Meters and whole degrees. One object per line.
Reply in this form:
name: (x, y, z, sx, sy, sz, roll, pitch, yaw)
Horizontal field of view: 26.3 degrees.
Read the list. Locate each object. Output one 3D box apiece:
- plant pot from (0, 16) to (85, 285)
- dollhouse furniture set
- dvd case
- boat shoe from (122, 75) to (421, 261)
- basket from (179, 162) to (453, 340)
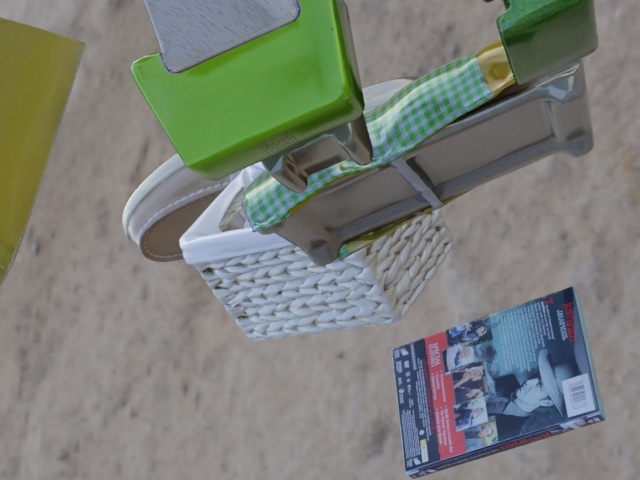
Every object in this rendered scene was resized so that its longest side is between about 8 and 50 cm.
plant pot: (-0.280, -0.026, 0.803, 0.212, 0.187, 0.212, -54, 20, 36)
dollhouse furniture set: (0.028, -0.108, 0.714, 0.197, 0.301, 0.151, -23, 77, 8)
dvd case: (0.100, 0.082, 0.792, 0.119, 0.013, 0.087, -22, 49, 21)
boat shoe: (-0.030, -0.046, 1.299, 0.341, 0.121, 0.110, -22, 56, 11)
basket: (0.000, 0.000, 1.012, 0.167, 0.103, 0.113, -10, 30, 41)
